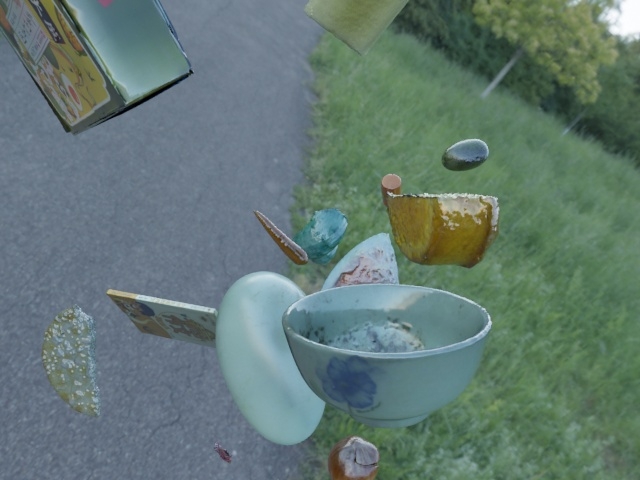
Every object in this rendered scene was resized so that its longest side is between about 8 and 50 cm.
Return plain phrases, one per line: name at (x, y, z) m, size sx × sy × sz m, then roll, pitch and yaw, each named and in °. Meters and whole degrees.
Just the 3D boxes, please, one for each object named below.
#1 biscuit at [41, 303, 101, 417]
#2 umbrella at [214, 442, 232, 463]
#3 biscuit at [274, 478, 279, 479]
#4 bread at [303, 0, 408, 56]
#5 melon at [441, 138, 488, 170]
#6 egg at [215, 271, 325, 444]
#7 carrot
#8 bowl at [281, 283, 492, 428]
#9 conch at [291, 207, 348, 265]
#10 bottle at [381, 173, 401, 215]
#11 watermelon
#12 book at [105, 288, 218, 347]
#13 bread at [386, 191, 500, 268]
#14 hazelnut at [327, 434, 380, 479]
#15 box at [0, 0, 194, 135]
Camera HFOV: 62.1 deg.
biscuit at (-0.619, 0.298, 1.316) m, size 0.141 × 0.290 × 0.038 m, roll -2°, pitch 8°, yaw 4°
umbrella at (-0.289, 0.639, 1.588) m, size 0.025 × 0.027 × 0.165 m, roll 16°, pitch -32°, yaw 21°
biscuit at (-0.133, 0.738, 1.304) m, size 0.278 × 0.302 × 0.043 m, roll 18°, pitch 2°, yaw 37°
bread at (0.076, -0.413, 0.872) m, size 0.139 × 0.178 × 0.060 m, roll 28°, pitch 36°, yaw -28°
melon at (0.474, -0.279, 1.749) m, size 0.099 × 0.162 × 0.099 m, roll 164°, pitch -90°, yaw -83°
egg at (-0.098, 0.248, 1.128) m, size 0.230 × 0.229 × 0.371 m, roll -24°, pitch 100°, yaw -72°
carrot at (-0.115, -0.008, 1.500) m, size 0.216 × 0.048 × 0.048 m, roll 46°, pitch 15°, yaw -15°
bowl at (0.092, 0.169, 0.756) m, size 0.289 × 0.146 × 0.289 m, roll -2°, pitch 11°, yaw 0°
conch at (0.001, 0.003, 1.743) m, size 0.202 × 0.196 × 0.134 m, roll 74°, pitch 10°, yaw -65°
bottle at (0.246, -0.145, 1.830) m, size 0.069 × 0.069 × 0.187 m, roll 54°, pitch -12°, yaw 34°
watermelon at (0.098, 0.143, 1.040) m, size 0.224 × 0.180 × 0.305 m, roll -6°, pitch 87°, yaw -47°
book at (-0.363, 0.201, 1.326) m, size 0.208 × 0.295 × 0.020 m, roll 75°, pitch 28°, yaw -51°
bread at (0.285, -0.025, 1.270) m, size 0.194 × 0.179 × 0.340 m, roll 0°, pitch 7°, yaw -16°
hazelnut at (0.108, 0.738, 1.786) m, size 0.182 × 0.182 × 0.182 m, roll 39°, pitch 17°, yaw -14°
box at (-0.427, -0.384, 0.879) m, size 0.420 × 0.138 × 0.373 m, roll 7°, pitch -51°, yaw 55°
